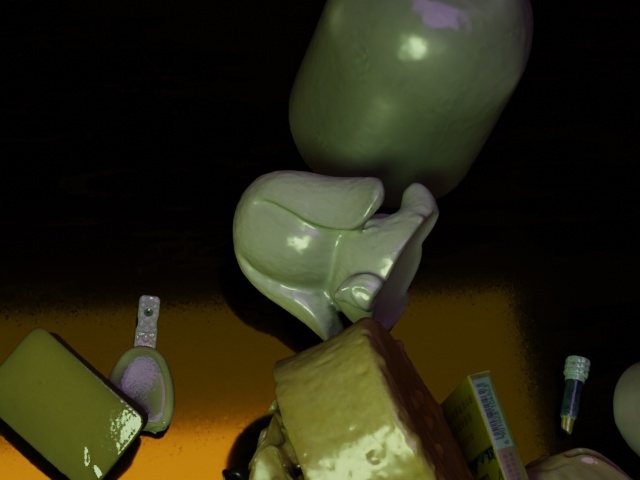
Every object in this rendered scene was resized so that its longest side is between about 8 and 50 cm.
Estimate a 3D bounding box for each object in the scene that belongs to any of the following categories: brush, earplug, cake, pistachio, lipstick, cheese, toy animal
[{"bbox_3d":[-0.327,0.216,1.533,0.197,0.059,0.123,40,90,8],"label":"brush"},{"bbox_3d":[0.134,-0.269,1.711,0.312,0.394,0.313,5,63,-10],"label":"earplug"},{"bbox_3d":[0.006,0.301,1.485,0.321,0.332,0.332,-30,72,8],"label":"cake"},{"bbox_3d":[0.365,0.365,1.613,0.223,0.126,0.152,22,95,-8],"label":"pistachio"},{"bbox_3d":[0.367,0.227,1.730,0.037,0.037,0.116,18,67,-4],"label":"lipstick"},{"bbox_3d":[0.548,0.195,1.634,0.172,0.301,0.172,6,64,-12],"label":"earplug"},{"bbox_3d":[-0.242,0.164,1.612,0.097,0.037,0.192,7,63,-10],"label":"cheese"},{"bbox_3d":[0.000,0.000,1.651,0.265,0.272,0.206,28,35,16],"label":"toy animal"}]

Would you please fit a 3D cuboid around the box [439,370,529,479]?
[{"bbox_3d":[0.234,0.327,1.580,0.041,0.153,0.279,-11,67,-18],"label":"box"}]
